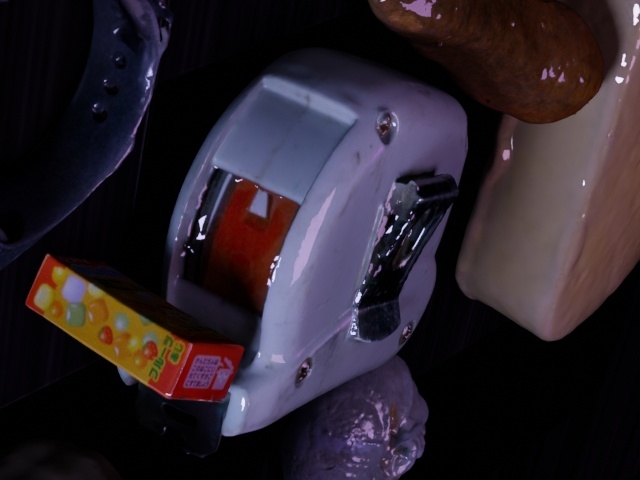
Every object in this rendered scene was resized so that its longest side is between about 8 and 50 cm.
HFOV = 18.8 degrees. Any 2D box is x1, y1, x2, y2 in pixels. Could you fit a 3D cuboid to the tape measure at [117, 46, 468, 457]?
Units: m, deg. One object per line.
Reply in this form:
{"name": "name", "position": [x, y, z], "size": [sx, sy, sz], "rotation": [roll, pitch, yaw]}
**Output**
{"name": "tape measure", "position": [-0.001, 0.001, 1.259], "size": [0.243, 0.125, 0.246], "rotation": [-21, 133, -60]}

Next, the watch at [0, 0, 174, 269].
{"name": "watch", "position": [-0.165, -0.081, 1.001], "size": [0.193, 0.068, 0.206], "rotation": [-58, 156, -10]}

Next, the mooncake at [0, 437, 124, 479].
{"name": "mooncake", "position": [-0.167, 0.237, 1.145], "size": [0.124, 0.228, 0.228], "rotation": [-25, 137, -35]}

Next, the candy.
{"name": "candy", "position": [-0.110, 0.052, 1.153], "size": [0.062, 0.122, 0.038], "rotation": [11, 107, -60]}

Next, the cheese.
{"name": "cheese", "position": [0.256, -0.140, 1.583], "size": [0.384, 0.104, 0.384], "rotation": [-39, 145, -33]}

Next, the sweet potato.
{"name": "sweet potato", "position": [0.107, -0.149, 1.349], "size": [0.292, 0.097, 0.097], "rotation": [17, 102, -53]}

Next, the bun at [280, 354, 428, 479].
{"name": "bun", "position": [0.033, 0.154, 1.527], "size": [0.141, 0.083, 0.141], "rotation": [-35, 142, -33]}
